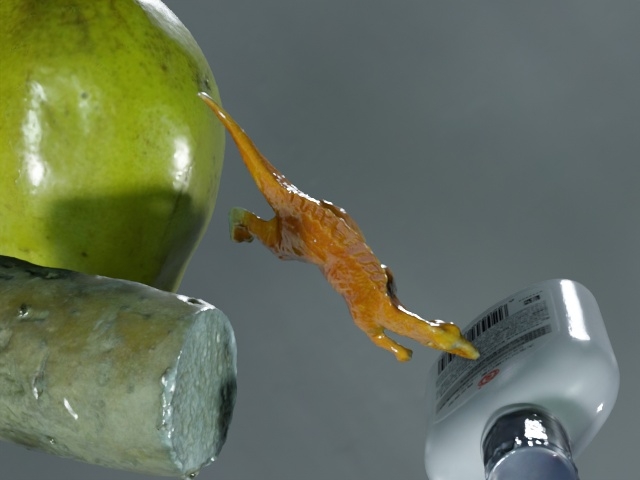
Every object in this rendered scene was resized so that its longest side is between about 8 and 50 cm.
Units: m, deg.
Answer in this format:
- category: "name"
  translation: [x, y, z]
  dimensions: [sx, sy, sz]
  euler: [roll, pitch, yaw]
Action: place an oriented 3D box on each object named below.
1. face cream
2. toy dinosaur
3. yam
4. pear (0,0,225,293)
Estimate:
- category: "face cream"
  translation: [0.127, 0.105, 1.148]
  dimensions: [0.071, 0.144, 0.291]
  euler: [50, 9, -8]
- category: "toy dinosaur"
  translation: [0.001, 0.001, 1.151]
  dimensions: [0.212, 0.057, 0.142]
  euler: [45, -11, -28]
- category: "yam"
  translation: [-0.130, 0.071, 1.015]
  dimensions: [0.107, 0.194, 0.107]
  euler: [-16, 110, -52]
- category: "pear"
  translation: [-0.169, -0.070, 1.272]
  dimensions: [0.212, 0.212, 0.269]
  euler: [-15, 102, -58]
